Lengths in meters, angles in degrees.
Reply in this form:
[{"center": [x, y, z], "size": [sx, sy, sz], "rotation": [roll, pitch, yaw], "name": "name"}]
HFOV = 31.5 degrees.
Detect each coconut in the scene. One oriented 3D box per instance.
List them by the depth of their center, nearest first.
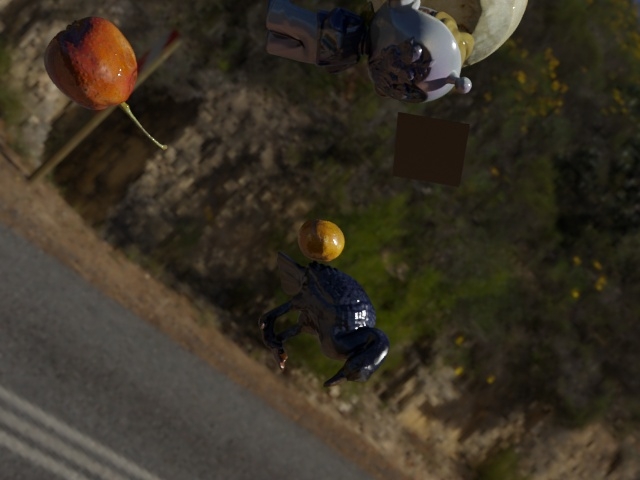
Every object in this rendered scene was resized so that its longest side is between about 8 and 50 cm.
[{"center": [0.252, -0.483, 2.159], "size": [0.323, 0.323, 0.323], "rotation": [46, 2, -2], "name": "coconut"}]

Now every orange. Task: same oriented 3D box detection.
[{"center": [0.000, 0.000, 1.957], "size": [0.083, 0.070, 0.083], "rotation": [9, -6, 1], "name": "orange"}]

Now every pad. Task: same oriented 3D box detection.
[{"center": [0.195, -0.160, 2.029], "size": [0.127, 0.004, 0.190], "rotation": [11, -32, 7], "name": "pad"}]

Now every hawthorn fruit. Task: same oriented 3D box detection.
[{"center": [-0.379, -0.265, 2.057], "size": [0.285, 0.165, 0.165], "rotation": [59, -2, -18], "name": "hawthorn fruit"}]

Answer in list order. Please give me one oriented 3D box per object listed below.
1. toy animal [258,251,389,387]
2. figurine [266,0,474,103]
[{"center": [-0.002, 0.123, 1.820], "size": [0.298, 0.185, 0.122], "rotation": [-108, 177, -54], "name": "toy animal"}, {"center": [0.063, -0.266, 1.491], "size": [0.274, 0.194, 0.133], "rotation": [24, 48, -12], "name": "figurine"}]
